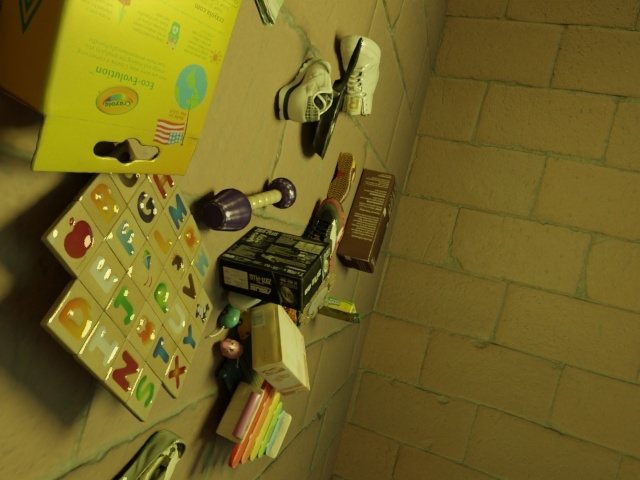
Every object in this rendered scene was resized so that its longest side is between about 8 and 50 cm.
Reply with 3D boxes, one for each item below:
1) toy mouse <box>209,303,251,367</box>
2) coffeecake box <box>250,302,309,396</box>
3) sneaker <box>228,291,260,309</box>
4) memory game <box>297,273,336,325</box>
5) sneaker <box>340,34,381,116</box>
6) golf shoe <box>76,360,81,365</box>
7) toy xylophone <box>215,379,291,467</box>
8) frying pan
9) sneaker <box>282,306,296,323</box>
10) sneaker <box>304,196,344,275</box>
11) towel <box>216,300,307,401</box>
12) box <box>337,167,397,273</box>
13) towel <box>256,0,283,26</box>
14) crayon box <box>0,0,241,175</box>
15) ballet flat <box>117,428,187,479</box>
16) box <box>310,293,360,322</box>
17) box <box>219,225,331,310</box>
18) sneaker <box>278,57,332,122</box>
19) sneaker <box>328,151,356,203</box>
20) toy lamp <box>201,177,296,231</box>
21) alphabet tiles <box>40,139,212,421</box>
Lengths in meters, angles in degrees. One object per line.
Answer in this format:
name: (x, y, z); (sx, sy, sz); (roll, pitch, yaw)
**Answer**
toy mouse: (-0.181, 0.193, 0.899); (0.143, 0.031, 0.161); (19, 74, -69)
coffeecake box: (-0.089, 0.247, 0.958); (0.185, 0.068, 0.142); (65, 12, -50)
sneaker: (-0.135, 0.103, 0.950); (0.212, 0.080, 0.094); (-52, 162, -56)
memory game: (-0.010, 0.176, 1.268); (0.186, 0.012, 0.186); (-50, 160, -25)
sneaker: (0.112, -0.451, 1.227); (0.292, 0.108, 0.169); (8, 93, -74)
golf shoe: (-0.269, 0.139, 0.597); (0.176, 0.069, 0.086); (57, 29, -71)
toy xylophone: (-0.144, 0.409, 1.031); (0.323, 0.081, 0.236); (65, 44, -63)
frying pan: (0.028, -0.316, 1.030); (0.326, 0.053, 0.197); (109, 0, -80)
sneaker: (-0.085, 0.153, 1.015); (0.067, 0.064, 0.175); (-105, -153, -45)
sneaker: (0.000, 0.000, 1.242); (0.135, 0.097, 0.276); (34, 72, -74)
towel: (-0.138, 0.254, 1.114); (0.271, 0.040, 0.370); (85, 27, -45)
box: (0.197, -0.078, 1.740); (0.191, 0.143, 0.382); (56, 52, -68)
towel: (-0.079, -0.475, 0.748); (0.113, 0.023, 0.152); (63, 43, -66)
crayon box: (-0.182, -0.226, 0.422); (0.202, 0.081, 0.319); (-14, 129, -65)
ballet flat: (-0.293, 0.398, 0.679); (0.213, 0.068, 0.072); (-51, 150, -53)
box: (0.051, 0.230, 1.443); (0.105, 0.179, 0.043); (74, 34, -59)
box: (-0.088, 0.051, 0.863); (0.147, 0.180, 0.078); (-52, 149, -55)
sneaker: (-0.010, -0.333, 0.958); (0.090, 0.094, 0.235); (82, 25, -46)
sneaker: (0.080, -0.190, 1.393); (0.084, 0.069, 0.186); (42, 64, -65)
toy lamp: (-0.128, -0.071, 0.816); (0.274, 0.080, 0.080); (-34, 135, -64)
alphabet tiles: (-0.227, 0.058, 0.578); (0.343, 0.011, 0.285); (80, 16, -44)
